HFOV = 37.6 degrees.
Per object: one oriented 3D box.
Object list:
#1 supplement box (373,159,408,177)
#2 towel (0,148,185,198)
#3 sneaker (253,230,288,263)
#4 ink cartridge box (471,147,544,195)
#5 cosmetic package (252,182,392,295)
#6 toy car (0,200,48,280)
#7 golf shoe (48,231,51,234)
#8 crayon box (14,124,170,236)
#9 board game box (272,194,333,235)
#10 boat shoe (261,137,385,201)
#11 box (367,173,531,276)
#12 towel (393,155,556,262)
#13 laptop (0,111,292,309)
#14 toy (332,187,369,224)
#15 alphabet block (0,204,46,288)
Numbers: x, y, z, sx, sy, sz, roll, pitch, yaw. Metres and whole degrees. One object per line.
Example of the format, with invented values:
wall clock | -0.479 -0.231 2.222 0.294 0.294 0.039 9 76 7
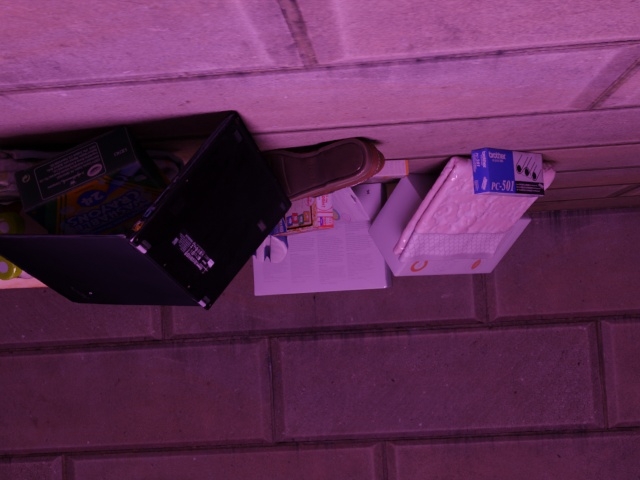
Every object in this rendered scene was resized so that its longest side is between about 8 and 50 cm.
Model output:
supplement box | 0.144 -0.159 2.113 0.099 0.036 0.062 -3 177 -5
towel | -0.495 -0.121 1.796 0.375 0.090 0.321 0 179 -40
sneaker | -0.201 -0.070 2.340 0.316 0.182 0.127 21 136 7
ink cartridge box | 0.416 -0.147 2.073 0.207 0.097 0.046 -1 175 -43
cosmetic package | 0.000 0.000 2.583 0.378 0.284 0.097 -4 178 15
toy car | -0.613 -0.012 1.779 0.189 0.148 0.155 9 -168 15
golf shoe | -0.544 -0.011 1.917 0.086 0.067 0.186 -28 158 -51
crayon box | -0.365 -0.060 1.654 0.203 0.083 0.323 -24 157 2
board game box | -0.046 -0.091 2.161 0.045 0.146 0.194 -1 176 -35
boat shoe | -0.019 -0.128 1.865 0.307 0.110 0.104 -5 175 29
box | 0.337 -0.039 2.454 0.345 0.168 0.215 0 136 -36
towel | 0.369 -0.069 2.250 0.332 0.053 0.317 0 135 -37
laptop | -0.300 -0.037 1.636 0.236 0.408 0.382 35 171 21
toy | 0.020 -0.109 2.445 0.237 0.136 0.056 -9 -146 44
alphabet block | -0.671 -0.017 2.001 0.193 0.192 0.197 27 -162 38
